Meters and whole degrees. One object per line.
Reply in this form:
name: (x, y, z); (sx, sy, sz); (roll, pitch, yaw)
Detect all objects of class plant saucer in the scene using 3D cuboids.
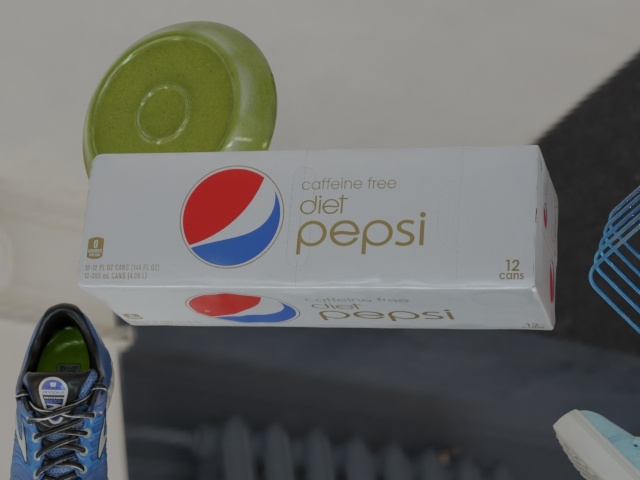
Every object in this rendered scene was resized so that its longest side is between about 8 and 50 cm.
plant saucer: (-0.161, -0.130, 1.659); (0.241, 0.241, 0.037); (-22, 155, 19)

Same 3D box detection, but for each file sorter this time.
file sorter: (0.350, 0.011, 1.580); (0.118, 0.170, 0.104); (45, 117, -3)

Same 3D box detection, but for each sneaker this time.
sneaker: (-0.291, 0.213, 1.695); (0.129, 0.330, 0.147); (-5, 145, -2)
sneaker: (0.413, 0.273, 1.616); (0.150, 0.366, 0.135); (-46, 154, -10)

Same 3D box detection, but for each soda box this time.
soda box: (0.000, 0.000, 0.731); (0.216, 0.069, 0.074); (-1, 162, 15)
